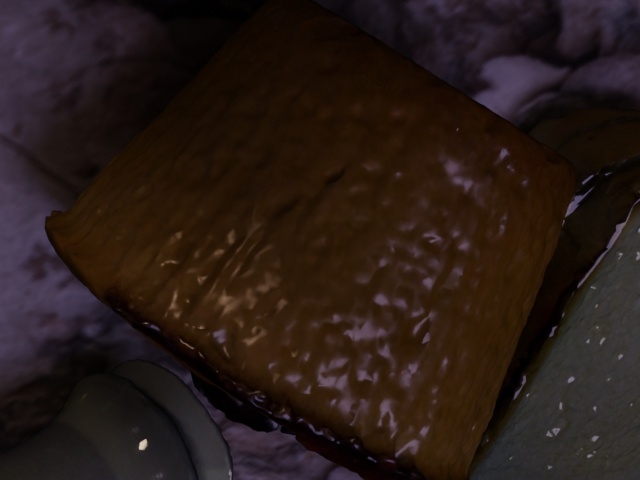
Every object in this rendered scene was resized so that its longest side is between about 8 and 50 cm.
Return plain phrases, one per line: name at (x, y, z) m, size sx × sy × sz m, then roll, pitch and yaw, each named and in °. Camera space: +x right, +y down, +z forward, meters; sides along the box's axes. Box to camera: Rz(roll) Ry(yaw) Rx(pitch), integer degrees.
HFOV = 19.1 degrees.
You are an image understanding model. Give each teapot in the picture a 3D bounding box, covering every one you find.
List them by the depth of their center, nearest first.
teapot at (-0.166, 0.140, 0.853) m, size 0.251 × 0.183 × 0.183 m, roll -22°, pitch 142°, yaw -39°

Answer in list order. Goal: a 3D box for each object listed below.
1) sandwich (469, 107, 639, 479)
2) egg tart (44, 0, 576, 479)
sandwich at (0.174, 0.040, 1.066) m, size 0.273 × 0.095 × 0.249 m, roll 2°, pitch 129°, yaw -41°
egg tart at (0.000, 0.000, 0.810) m, size 0.215 × 0.215 × 0.170 m, roll 25°, pitch 97°, yaw -50°
